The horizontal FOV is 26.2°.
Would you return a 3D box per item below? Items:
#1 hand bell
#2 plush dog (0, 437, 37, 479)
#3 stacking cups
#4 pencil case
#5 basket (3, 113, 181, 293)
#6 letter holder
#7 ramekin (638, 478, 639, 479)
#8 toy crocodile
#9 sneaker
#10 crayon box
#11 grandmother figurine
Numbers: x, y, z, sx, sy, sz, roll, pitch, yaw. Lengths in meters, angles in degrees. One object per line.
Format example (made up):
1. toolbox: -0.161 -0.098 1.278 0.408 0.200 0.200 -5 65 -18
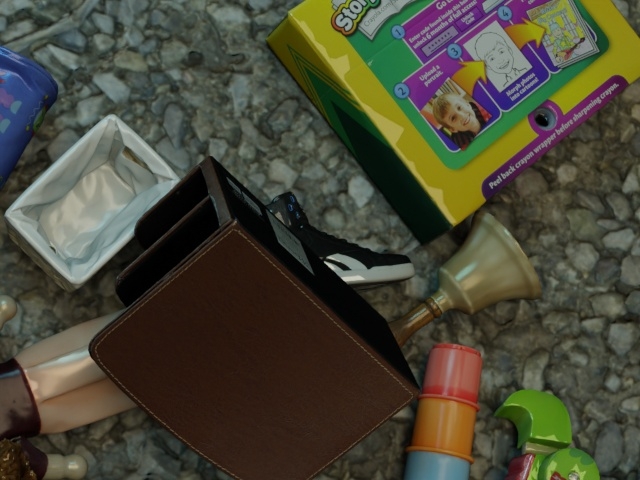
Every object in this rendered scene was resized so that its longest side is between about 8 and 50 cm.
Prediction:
1. hand bell: 0.121 0.082 1.593 0.242 0.126 0.126 -34 90 -9
2. plush dog: -0.372 0.295 1.301 0.225 0.262 0.210 -2 51 -36
3. stacking cups: 0.129 0.272 1.544 0.096 0.096 0.316 14 75 -14
4. pencil case: -0.400 -0.070 1.442 0.133 0.119 0.306 28 72 1
5. basket: -0.250 -0.035 1.489 0.113 0.103 0.167 45 69 -4
6. letter holder: -0.082 0.103 1.442 0.214 0.152 0.302 -41 120 9
7. ramekin: 0.415 0.394 1.592 0.273 0.127 0.273 3 77 -16
8. toy crocodile: 0.239 0.339 1.557 0.105 0.115 0.340 12 73 -9
9. sneaker: 0.000 0.000 1.571 0.217 0.079 0.121 -5 79 -18
10. crayon box: 0.173 -0.228 1.660 0.363 0.106 0.313 -38 90 -21
11. grandmother figurine: -0.308 0.158 1.434 0.342 0.104 0.208 -22 79 -23
